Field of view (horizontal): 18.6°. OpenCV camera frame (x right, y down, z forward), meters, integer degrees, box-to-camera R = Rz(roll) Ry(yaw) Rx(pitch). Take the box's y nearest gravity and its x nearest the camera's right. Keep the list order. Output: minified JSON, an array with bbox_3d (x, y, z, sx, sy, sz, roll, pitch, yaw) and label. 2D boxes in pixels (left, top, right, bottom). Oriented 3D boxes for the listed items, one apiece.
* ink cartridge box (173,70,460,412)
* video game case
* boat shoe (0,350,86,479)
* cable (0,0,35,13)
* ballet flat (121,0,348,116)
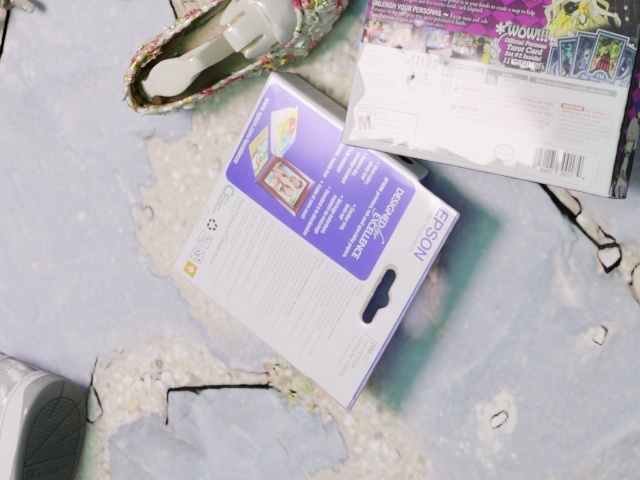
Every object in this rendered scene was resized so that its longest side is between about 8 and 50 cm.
[{"bbox_3d":[0.000,0.000,1.611,0.208,0.045,0.206,39,116,22],"label":"ink cartridge box"},{"bbox_3d":[0.140,-0.154,1.476,0.232,0.042,0.210,12,94,29],"label":"video game case"},{"bbox_3d":[-0.306,0.264,1.816,0.103,0.118,0.320,22,107,33],"label":"boat shoe"},{"bbox_3d":[-0.356,-0.289,1.786,0.287,0.072,0.139,35,134,34],"label":"cable"},{"bbox_3d":[-0.072,-0.162,1.599,0.241,0.077,0.091,-32,97,35],"label":"ballet flat"}]
